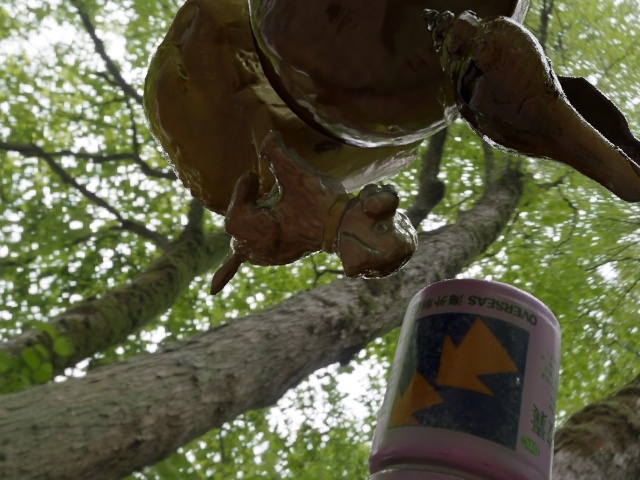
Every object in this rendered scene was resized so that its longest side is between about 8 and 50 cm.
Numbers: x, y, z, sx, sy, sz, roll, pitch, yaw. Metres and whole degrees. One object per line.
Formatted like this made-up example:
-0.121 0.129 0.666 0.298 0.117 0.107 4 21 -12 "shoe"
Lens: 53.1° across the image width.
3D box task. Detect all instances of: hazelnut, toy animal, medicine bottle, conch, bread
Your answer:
0.080 -0.278 0.746 0.315 0.372 0.373 18 -77 18 "hazelnut"
-0.005 0.010 0.646 0.185 0.104 0.184 27 -86 15 "toy animal"
0.146 0.200 0.658 0.178 0.291 0.178 14 -38 11 "medicine bottle"
0.162 -0.093 0.477 0.232 0.086 0.080 39 -41 -7 "conch"
-0.074 -0.205 1.004 0.361 0.394 0.250 56 -39 10 "bread"
